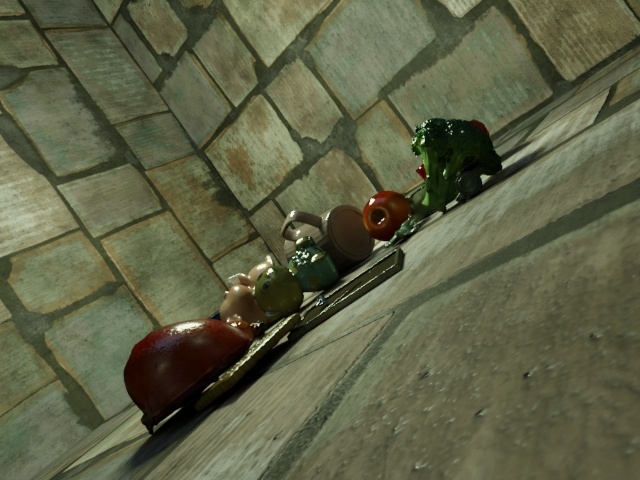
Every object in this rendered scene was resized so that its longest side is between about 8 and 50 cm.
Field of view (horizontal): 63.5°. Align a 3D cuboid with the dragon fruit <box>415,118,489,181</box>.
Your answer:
[{"bbox_3d":[0.520,-0.279,1.841,0.205,0.152,0.317,-13,-20,-29],"label":"dragon fruit"}]

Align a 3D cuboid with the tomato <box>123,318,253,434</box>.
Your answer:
[{"bbox_3d":[-0.316,0.275,1.189,0.289,0.176,0.335,-33,-11,-31],"label":"tomato"}]

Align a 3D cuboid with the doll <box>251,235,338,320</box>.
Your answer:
[{"bbox_3d":[-0.086,0.128,1.601,0.260,0.161,0.177,-35,40,-10],"label":"doll"}]

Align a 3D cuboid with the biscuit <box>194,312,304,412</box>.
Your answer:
[{"bbox_3d":[-0.147,0.247,1.084,0.172,0.029,0.254,-44,-5,40],"label":"biscuit"}]

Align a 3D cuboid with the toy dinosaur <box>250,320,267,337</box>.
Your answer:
[{"bbox_3d":[-0.196,0.277,1.615,0.055,0.049,0.154,-26,-9,-9],"label":"toy dinosaur"}]

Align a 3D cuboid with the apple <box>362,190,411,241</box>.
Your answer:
[{"bbox_3d":[0.207,-0.076,1.621,0.163,0.163,0.139,-35,-7,26],"label":"apple"}]

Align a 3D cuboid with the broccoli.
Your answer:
[{"bbox_3d":[0.369,-0.209,1.461,0.269,0.269,0.254,-35,-9,8],"label":"broccoli"}]

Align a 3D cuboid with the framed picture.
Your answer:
[{"bbox_3d":[0.062,0.117,1.169,0.289,0.020,0.211,-35,0,13],"label":"framed picture"}]

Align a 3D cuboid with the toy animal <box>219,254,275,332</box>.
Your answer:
[{"bbox_3d":[-0.230,0.198,1.753,0.256,0.213,0.195,-30,-24,-15],"label":"toy animal"}]

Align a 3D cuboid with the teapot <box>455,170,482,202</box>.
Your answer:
[{"bbox_3d":[0.389,-0.137,1.362,0.088,0.066,0.057,-58,-26,13],"label":"teapot"}]

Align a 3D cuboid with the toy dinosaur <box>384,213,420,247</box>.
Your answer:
[{"bbox_3d":[0.239,-0.022,1.486,0.106,0.044,0.187,-52,-4,19],"label":"toy dinosaur"}]

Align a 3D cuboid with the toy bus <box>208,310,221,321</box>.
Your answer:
[{"bbox_3d":[-0.276,0.277,1.914,0.287,0.138,0.175,-35,0,-19],"label":"toy bus"}]

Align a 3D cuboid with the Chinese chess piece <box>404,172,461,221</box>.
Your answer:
[{"bbox_3d":[0.370,-0.153,1.712,0.237,0.092,0.238,-35,2,1],"label":"Chinese chess piece"}]

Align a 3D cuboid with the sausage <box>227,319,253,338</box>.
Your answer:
[{"bbox_3d":[-0.270,0.297,1.493,0.113,0.113,0.259,-36,-1,-32],"label":"sausage"}]

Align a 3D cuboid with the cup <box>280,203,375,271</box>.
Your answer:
[{"bbox_3d":[0.011,-0.010,1.783,0.273,0.288,0.208,-30,13,51],"label":"cup"}]

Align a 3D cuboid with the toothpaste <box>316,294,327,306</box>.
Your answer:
[{"bbox_3d":[0.002,0.138,1.186,0.027,0.019,0.083,-19,4,-1],"label":"toothpaste"}]
